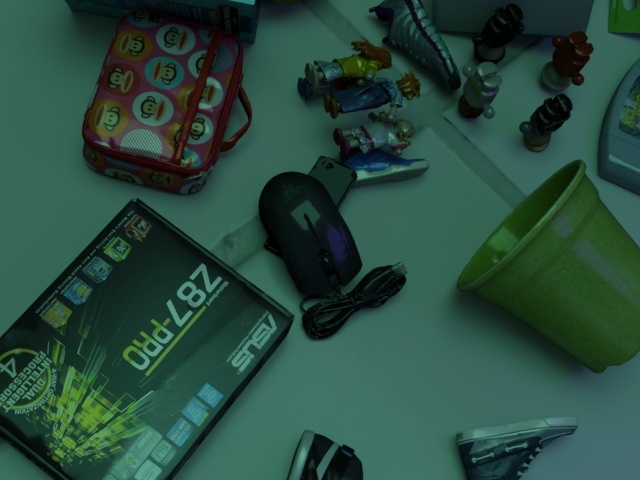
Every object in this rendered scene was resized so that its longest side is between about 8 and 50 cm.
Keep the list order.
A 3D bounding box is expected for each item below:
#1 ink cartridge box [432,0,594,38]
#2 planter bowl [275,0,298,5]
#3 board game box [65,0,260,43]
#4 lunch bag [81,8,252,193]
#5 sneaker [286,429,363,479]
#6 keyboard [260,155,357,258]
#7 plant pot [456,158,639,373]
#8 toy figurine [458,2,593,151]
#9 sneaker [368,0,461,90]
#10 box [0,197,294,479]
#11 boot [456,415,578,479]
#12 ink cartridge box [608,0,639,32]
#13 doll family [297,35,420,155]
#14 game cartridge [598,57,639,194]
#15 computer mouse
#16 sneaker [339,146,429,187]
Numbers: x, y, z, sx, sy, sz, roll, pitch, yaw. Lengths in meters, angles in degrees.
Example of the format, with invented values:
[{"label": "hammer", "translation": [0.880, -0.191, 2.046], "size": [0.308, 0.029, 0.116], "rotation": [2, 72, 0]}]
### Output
[{"label": "ink cartridge box", "translation": [0.371, -0.588, 1.770], "size": [0.285, 0.166, 0.395], "rotation": [6, 63, 9]}, {"label": "planter bowl", "translation": [-0.087, -0.482, 1.703], "size": [0.217, 0.217, 0.090], "rotation": [21, 102, 2]}, {"label": "board game box", "translation": [-0.269, -0.426, 1.580], "size": [0.336, 0.254, 0.079], "rotation": [10, 88, -4]}, {"label": "lunch bag", "translation": [-0.243, -0.225, 1.577], "size": [0.258, 0.120, 0.293], "rotation": [15, 65, -5]}, {"label": "sneaker", "translation": [0.000, 0.385, 1.339], "size": [0.121, 0.079, 0.217], "rotation": [18, 62, 2]}, {"label": "keyboard", "translation": [-0.025, -0.054, 1.568], "size": [0.100, 0.038, 0.192], "rotation": [31, 75, 5]}, {"label": "plant pot", "translation": [0.397, 0.060, 1.470], "size": [0.254, 0.276, 0.276], "rotation": [43, 66, -1]}, {"label": "toy figurine", "translation": [0.356, -0.287, 1.678], "size": [0.213, 0.148, 0.210], "rotation": [21, 70, -1]}, {"label": "sneaker", "translation": [0.174, -0.355, 1.730], "size": [0.098, 0.083, 0.224], "rotation": [-29, 73, 11]}, {"label": "box", "translation": [-0.280, 0.175, 1.389], "size": [0.318, 0.097, 0.395], "rotation": [37, 65, 6]}, {"label": "boot", "translation": [0.304, 0.320, 1.429], "size": [0.190, 0.069, 0.086], "rotation": [-8, 73, -3]}, {"label": "ink cartridge box", "translation": [0.681, -0.491, 1.779], "size": [0.255, 0.097, 0.189], "rotation": [4, 72, 20]}, {"label": "doll family", "translation": [0.077, -0.259, 1.599], "size": [0.163, 0.118, 0.263], "rotation": [-15, 48, -18]}, {"label": "game cartridge", "translation": [0.621, -0.211, 1.726], "size": [0.196, 0.060, 0.294], "rotation": [23, 64, 7]}, {"label": "computer mouse", "translation": [0.000, 0.000, 1.498], "size": [0.188, 0.072, 0.272], "rotation": [-30, 79, -9]}, {"label": "sneaker", "translation": [0.107, -0.144, 1.615], "size": [0.152, 0.058, 0.085], "rotation": [-11, 75, -6]}]
